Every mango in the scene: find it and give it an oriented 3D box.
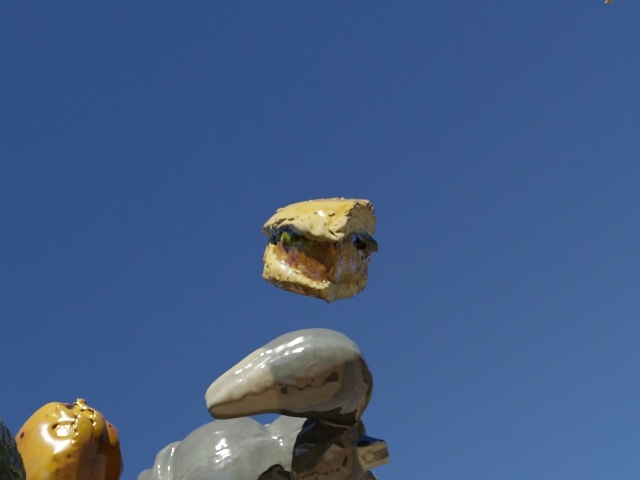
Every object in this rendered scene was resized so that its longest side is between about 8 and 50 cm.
[{"bbox_3d":[-0.372,0.365,1.686,0.153,0.201,0.287,13,-80,7],"label":"mango"}]

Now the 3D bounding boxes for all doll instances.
[{"bbox_3d":[-0.105,0.304,1.803,0.383,0.252,0.378,-15,-66,-20],"label":"doll"}]

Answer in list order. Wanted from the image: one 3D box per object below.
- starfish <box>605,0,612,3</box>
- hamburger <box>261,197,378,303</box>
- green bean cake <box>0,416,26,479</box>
[{"bbox_3d":[0.294,-0.307,1.135,0.133,0.041,0.130,-62,-12,-19],"label":"starfish"},{"bbox_3d":[0.000,0.000,1.428,0.262,0.131,0.124,5,-79,-77],"label":"hamburger"},{"bbox_3d":[-0.399,0.283,1.277,0.125,0.222,0.227,-8,-38,2],"label":"green bean cake"}]
